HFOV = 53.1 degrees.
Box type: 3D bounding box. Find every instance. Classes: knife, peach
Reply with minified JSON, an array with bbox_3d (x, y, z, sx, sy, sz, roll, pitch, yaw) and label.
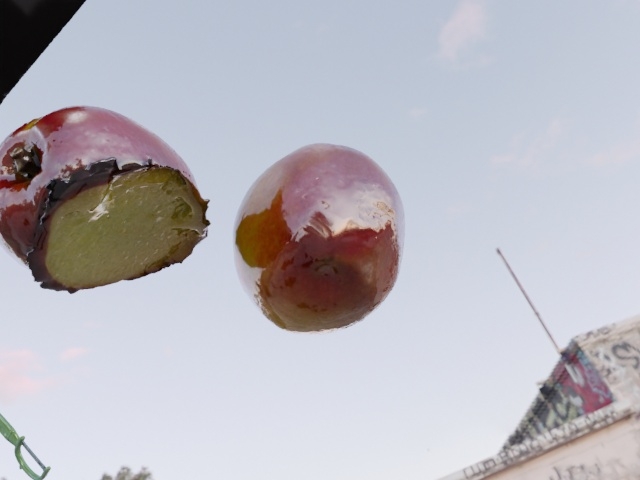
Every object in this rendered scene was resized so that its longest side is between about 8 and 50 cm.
[{"bbox_3d":[-0.501,0.302,1.010,0.015,0.212,0.054,-21,-33,-59],"label":"knife"},{"bbox_3d":[0.000,0.000,1.031,0.307,0.332,0.308,-1,-76,-5],"label":"peach"},{"bbox_3d":[-0.314,-0.072,0.935,0.258,0.201,0.361,-46,-23,15],"label":"peach"}]

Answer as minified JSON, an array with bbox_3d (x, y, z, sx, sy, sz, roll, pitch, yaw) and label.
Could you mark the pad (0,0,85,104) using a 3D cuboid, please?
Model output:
[{"bbox_3d":[-0.543,-0.388,0.922,0.248,0.007,0.367,-51,-37,1],"label":"pad"}]
